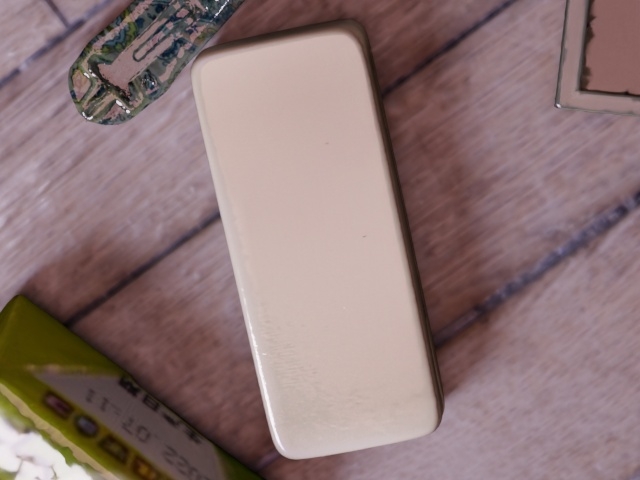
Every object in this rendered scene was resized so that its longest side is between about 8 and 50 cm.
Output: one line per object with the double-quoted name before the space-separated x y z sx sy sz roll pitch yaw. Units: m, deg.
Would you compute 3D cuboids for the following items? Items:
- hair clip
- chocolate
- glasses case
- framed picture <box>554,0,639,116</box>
"hair clip" -0.095 -0.170 1.452 0.229 0.036 0.066 -41 93 17
"chocolate" -0.212 0.246 1.499 0.289 0.137 0.301 38 102 -4
"glasses case" 0.000 0.000 1.460 0.131 0.070 0.313 -11 102 6
"framed picture" 0.287 -0.218 1.419 0.216 0.016 0.273 7 102 4
